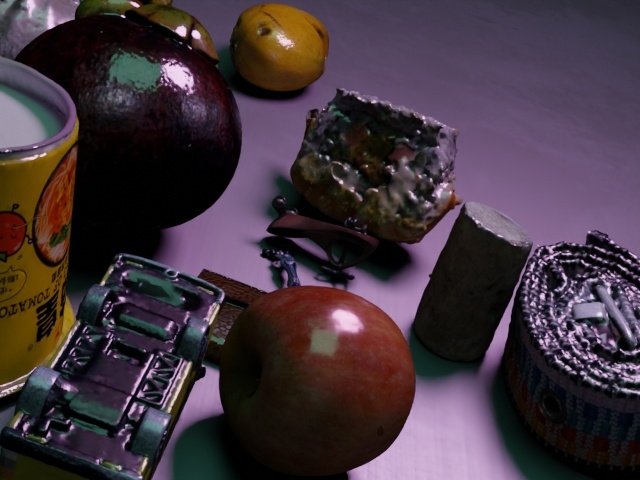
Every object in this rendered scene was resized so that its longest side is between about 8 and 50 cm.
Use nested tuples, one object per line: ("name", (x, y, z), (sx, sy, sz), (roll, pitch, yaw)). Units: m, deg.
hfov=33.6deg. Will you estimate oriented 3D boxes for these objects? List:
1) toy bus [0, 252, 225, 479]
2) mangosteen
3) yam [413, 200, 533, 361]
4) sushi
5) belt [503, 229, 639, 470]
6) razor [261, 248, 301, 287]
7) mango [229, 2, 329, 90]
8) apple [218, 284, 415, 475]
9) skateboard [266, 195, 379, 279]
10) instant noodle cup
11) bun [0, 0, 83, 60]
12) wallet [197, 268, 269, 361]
("toy bus", (-0.188, 0.143, 0.974), (0.128, 0.150, 0.262), (20, 36, 0))
("mangosteen", (-0.239, -0.151, 1.258), (0.300, 0.300, 0.300), (14, 31, -8))
("yam", (0.188, 0.046, 1.294), (0.107, 0.194, 0.107), (12, 34, -8))
("sushi", (0.069, -0.109, 1.464), (0.274, 0.184, 0.139), (26, 3, 17))
("belt", (0.324, 0.136, 1.266), (0.207, 0.160, 0.295), (-8, 35, -9))
("razor", (-0.038, 0.051, 1.322), (0.044, 0.028, 0.154), (8, 32, -19))
("mango", (-0.062, -0.340, 1.841), (0.167, 0.130, 0.262), (26, 26, 0))
("apple", (-0.002, 0.138, 1.050), (0.174, 0.188, 0.188), (14, 29, -31))
("skateboard", (0.000, 0.000, 1.388), (0.151, 0.080, 0.067), (15, -10, 19))
("instant noodle cup", (-0.382, -0.033, 1.035), (0.325, 0.254, 0.325), (14, 28, -8))
("bun", (-0.396, -0.329, 1.572), (0.354, 0.194, 0.354), (14, 33, -9))
("wallet", (-0.044, 0.110, 1.208), (0.243, 0.039, 0.133), (22, 35, 5))
